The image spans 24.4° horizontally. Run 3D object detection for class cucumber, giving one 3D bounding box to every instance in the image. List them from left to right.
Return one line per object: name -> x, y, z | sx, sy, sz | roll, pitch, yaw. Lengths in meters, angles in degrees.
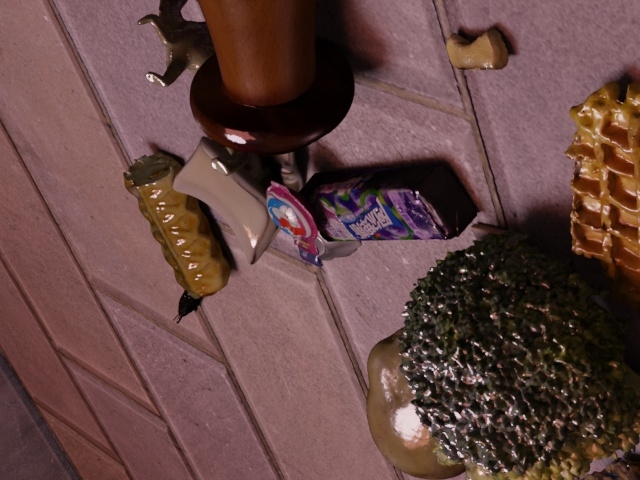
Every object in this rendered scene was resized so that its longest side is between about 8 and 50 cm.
cucumber -> -0.236, 0.113, 2.656 | 0.039, 0.043, 0.163 | 39, 159, 3

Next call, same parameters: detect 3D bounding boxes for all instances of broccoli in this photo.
broccoli -> 0.216, 0.158, 1.656 | 0.302, 0.249, 0.375 | 53, 164, -29

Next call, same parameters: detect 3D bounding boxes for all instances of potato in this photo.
potato -> 0.145, 0.226, 2.040 | 0.178, 0.160, 0.235 | -11, 110, 19

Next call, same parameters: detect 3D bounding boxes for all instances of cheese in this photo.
cheese -> -0.032, -0.022, 1.951 | 0.095, 0.038, 0.145 | 27, 151, 43
cheese -> 0.158, -0.195, 1.520 | 0.083, 0.030, 0.044 | 15, 119, 59

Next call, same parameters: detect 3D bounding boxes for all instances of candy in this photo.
candy -> 0.072, -0.044, 1.859 | 0.088, 0.061, 0.312 | 54, 156, -18

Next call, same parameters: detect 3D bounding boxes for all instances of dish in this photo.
dish -> 0.000, 0.000, 2.075 | 0.091, 0.039, 0.137 | 46, 155, 3

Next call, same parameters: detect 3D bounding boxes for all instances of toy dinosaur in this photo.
toy dinosaur -> -0.131, -0.214, 1.838 | 0.077, 0.162, 0.294 | -28, 101, 44

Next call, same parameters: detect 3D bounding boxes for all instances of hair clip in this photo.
hair clip -> -0.106, -0.101, 2.036 | 0.172, 0.113, 0.282 | 44, 162, 10

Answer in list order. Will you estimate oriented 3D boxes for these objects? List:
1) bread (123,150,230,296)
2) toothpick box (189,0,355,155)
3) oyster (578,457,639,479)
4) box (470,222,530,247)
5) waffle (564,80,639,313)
bread -> -0.223, -0.019, 2.371 | 0.087, 0.098, 0.269 | -92, -18, -53
toothpick box -> -0.062, -0.233, 1.655 | 0.192, 0.192, 0.294 | 32, 145, 32
oyster -> 0.433, 0.361, 1.849 | 0.214, 0.083, 0.223 | 48, 150, -6
box -> 0.216, 0.005, 1.748 | 0.083, 0.012, 0.046 | 15, 139, 52
waffle -> 0.345, -0.011, 1.448 | 0.307, 0.060, 0.312 | 46, 155, 6
